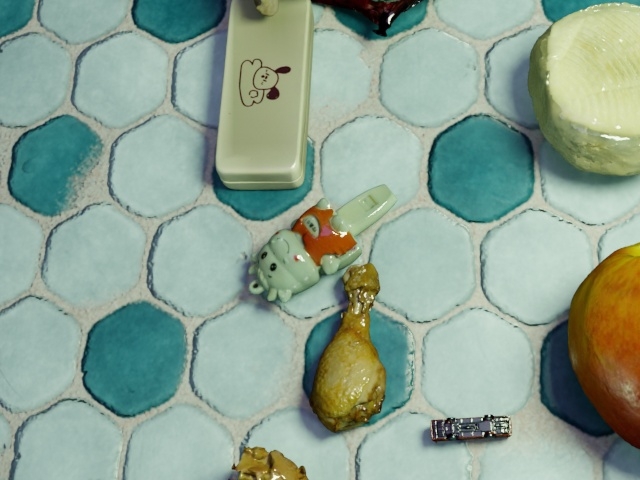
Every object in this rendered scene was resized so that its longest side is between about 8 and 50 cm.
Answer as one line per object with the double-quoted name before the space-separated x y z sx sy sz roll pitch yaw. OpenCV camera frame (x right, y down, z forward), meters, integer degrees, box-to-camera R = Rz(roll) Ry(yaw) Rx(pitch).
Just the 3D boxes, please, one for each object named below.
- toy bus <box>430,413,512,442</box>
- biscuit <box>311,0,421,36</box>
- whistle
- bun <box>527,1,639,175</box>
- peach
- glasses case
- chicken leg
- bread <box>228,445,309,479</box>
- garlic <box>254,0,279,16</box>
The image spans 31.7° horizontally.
"toy bus" 0.205 0.257 1.540 0.110 0.043 0.031 -4 73 5
"biscuit" 0.081 -0.407 1.788 0.235 0.063 0.151 32 73 35
"whistle" 0.001 0.002 1.636 0.253 0.106 0.102 -34 85 -4
"bun" 0.422 -0.205 1.621 0.259 0.152 0.259 1 63 -2
"peach" 0.440 0.140 1.449 0.238 0.281 0.281 -14 60 -44
"glasses case" -0.083 -0.233 1.749 0.131 0.070 0.313 1 70 9
"chicken leg" 0.045 0.147 1.585 0.107 0.087 0.251 -1 64 17
"bread" -0.067 0.409 1.470 0.147 0.160 0.261 8 68 3
"garlic" 0.001 -0.489 1.747 0.325 0.132 0.279 -31 52 -9
